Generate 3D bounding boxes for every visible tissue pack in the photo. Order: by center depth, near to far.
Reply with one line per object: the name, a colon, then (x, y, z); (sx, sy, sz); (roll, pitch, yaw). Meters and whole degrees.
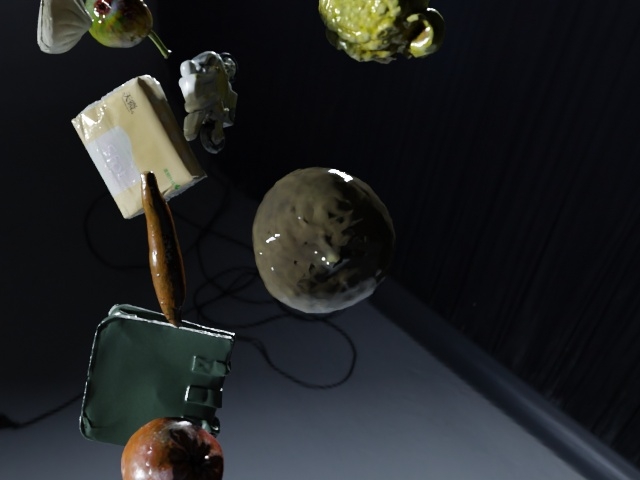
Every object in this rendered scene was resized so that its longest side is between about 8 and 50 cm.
tissue pack: (-0.338, -0.173, 1.547); (0.222, 0.186, 0.090); (63, 22, -6)

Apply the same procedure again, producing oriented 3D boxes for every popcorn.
popcorn: (0.103, -0.471, 1.665); (0.286, 0.225, 0.174); (61, 19, -6)

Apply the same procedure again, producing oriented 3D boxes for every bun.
bun: (-0.473, -0.415, 1.547); (0.094, 0.138, 0.138); (4, 40, -15)

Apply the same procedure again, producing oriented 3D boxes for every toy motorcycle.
toy motorcycle: (-0.222, -0.289, 1.629); (0.074, 0.151, 0.229); (-5, 64, 33)

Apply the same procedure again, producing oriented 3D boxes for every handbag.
handbag: (-0.299, 0.265, 1.542); (0.260, 0.248, 0.079); (14, 7, -5)

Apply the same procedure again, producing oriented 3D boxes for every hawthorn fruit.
hawthorn fruit: (-0.254, 0.384, 1.396); (0.172, 0.173, 0.173); (7, 40, -6)

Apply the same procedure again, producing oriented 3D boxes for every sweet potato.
sweet potato: (-0.253, 0.016, 1.338); (0.057, 0.265, 0.057); (-8, 12, 2)

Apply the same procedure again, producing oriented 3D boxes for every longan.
longan: (0.000, 0.000, 2.198); (0.391, 0.391, 0.391); (7, 40, -6)

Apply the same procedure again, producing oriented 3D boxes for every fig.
fig: (-0.405, -0.471, 1.819); (0.149, 0.149, 0.245); (33, 6, 23)
